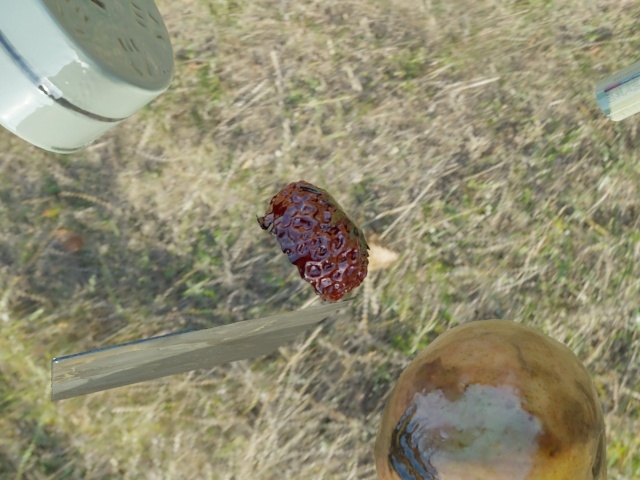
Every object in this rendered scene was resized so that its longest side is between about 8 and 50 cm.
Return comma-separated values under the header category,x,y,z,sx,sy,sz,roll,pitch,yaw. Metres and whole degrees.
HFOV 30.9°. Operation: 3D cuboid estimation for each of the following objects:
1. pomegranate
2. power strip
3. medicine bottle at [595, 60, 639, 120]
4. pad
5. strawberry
category,x,y,z,sx,sy,sz,roll,pitch,yaw
pomegranate,0.212,0.254,1.425,0.322,0.322,0.322,7,108,22
power strip,-0.343,-0.289,1.494,0.161,0.357,0.357,-31,91,19
medicine bottle,0.440,-0.212,1.402,0.231,0.059,0.059,-27,93,49
pad,-0.126,0.107,1.066,0.247,0.367,0.007,-11,80,-16
strawberry,0.000,0.000,1.266,0.086,0.145,0.145,-41,86,0
